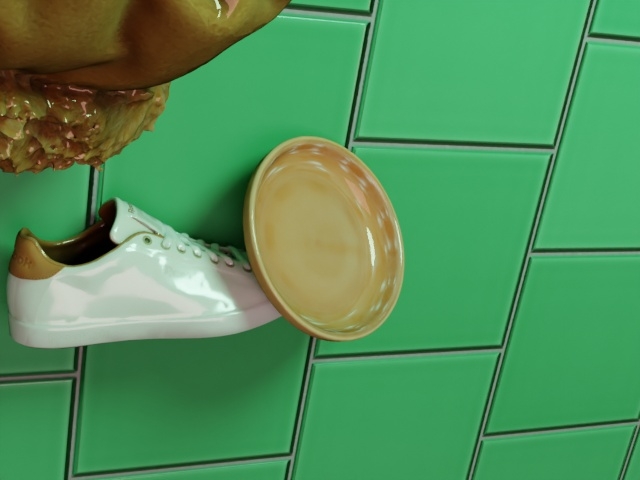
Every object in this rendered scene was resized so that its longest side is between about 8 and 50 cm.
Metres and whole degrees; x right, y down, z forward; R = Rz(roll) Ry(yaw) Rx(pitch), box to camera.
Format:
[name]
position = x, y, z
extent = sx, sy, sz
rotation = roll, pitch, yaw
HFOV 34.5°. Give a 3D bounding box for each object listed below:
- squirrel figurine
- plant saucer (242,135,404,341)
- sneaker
[squirrel figurine]
position = -0.239, -0.159, 0.669
extent = 0.370, 0.281, 0.397
rotation = -32, 162, -44
[plant saucer]
position = 0.000, 0.000, 0.983
extent = 0.200, 0.037, 0.199
rotation = 18, 64, -40
[sneaker]
position = -0.137, 0.021, 0.946
extent = 0.290, 0.106, 0.123
rotation = -6, 110, -25
